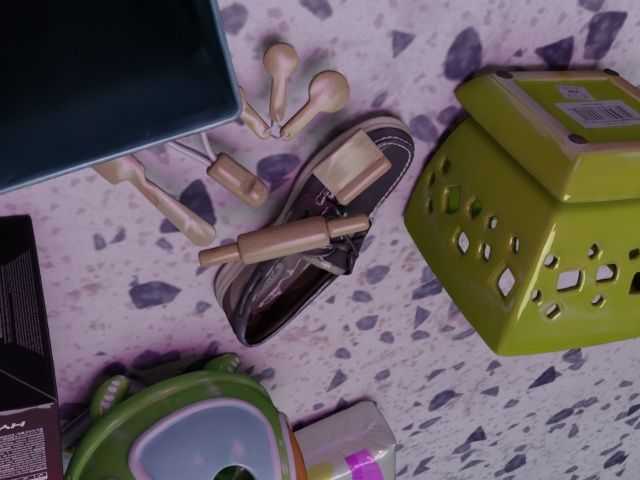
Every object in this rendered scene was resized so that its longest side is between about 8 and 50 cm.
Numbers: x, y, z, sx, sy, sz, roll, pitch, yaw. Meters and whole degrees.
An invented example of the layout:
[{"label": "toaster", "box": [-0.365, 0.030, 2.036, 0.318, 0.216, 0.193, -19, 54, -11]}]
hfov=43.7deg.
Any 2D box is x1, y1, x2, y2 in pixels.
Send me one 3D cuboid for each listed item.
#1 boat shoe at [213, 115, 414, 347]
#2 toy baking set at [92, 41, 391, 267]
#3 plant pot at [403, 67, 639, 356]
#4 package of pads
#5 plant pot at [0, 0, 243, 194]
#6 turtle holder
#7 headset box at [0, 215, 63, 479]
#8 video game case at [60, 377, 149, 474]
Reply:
[{"label": "boat shoe", "box": [0.000, 0.000, 0.815, 0.103, 0.092, 0.285, 26, 117, -42]}, {"label": "toy baking set", "box": [-0.069, -0.066, 0.713, 0.256, 0.030, 0.197, -17, 115, -1]}, {"label": "plant pot", "box": [0.244, -0.044, 0.803, 0.228, 0.227, 0.207, -5, 129, -22]}, {"label": "package of pads", "box": [-0.033, 0.377, 1.166, 0.296, 0.101, 0.229, -21, 140, -12]}, {"label": "plant pot", "box": [-0.166, -0.173, 0.448, 0.165, 0.234, 0.165, -19, 137, -8]}, {"label": "turtle holder", "box": [-0.159, 0.278, 0.870, 0.320, 0.227, 0.243, 10, 113, -42]}, {"label": "headset box", "box": [-0.301, 0.159, 0.732, 0.110, 0.218, 0.293, -6, 134, -21]}, {"label": "video game case", "box": [-0.239, 0.275, 1.028, 0.206, 0.026, 0.227, -38, 136, 13]}]
